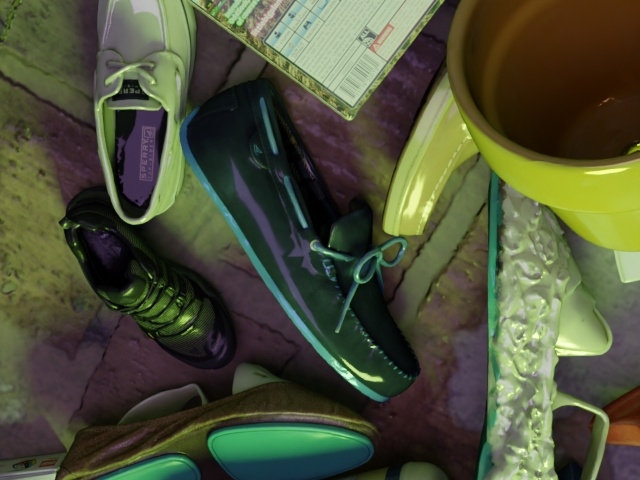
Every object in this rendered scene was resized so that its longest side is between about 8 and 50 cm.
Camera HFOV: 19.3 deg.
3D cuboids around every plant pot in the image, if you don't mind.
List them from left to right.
[{"bbox_3d":[0.257,-0.115,1.615,0.254,0.239,0.254,-8,62,15],"label":"plant pot"}]

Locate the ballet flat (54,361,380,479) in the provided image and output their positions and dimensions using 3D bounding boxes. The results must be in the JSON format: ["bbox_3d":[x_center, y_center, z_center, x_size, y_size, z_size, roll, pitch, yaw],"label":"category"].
[{"bbox_3d":[-0.107,0.192,1.888,0.342,0.124,0.116,-17,135,16],"label":"ballet flat"}]

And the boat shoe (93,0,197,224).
[{"bbox_3d":[-0.176,-0.146,1.802,0.096,0.088,0.267,7,109,5],"label":"boat shoe"}]

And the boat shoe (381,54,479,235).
[{"bbox_3d":[0.162,-0.141,1.744,0.110,0.121,0.341,26,108,-1],"label":"boat shoe"}]

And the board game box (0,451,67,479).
[{"bbox_3d":[-0.335,0.384,2.013,0.193,0.053,0.305,-7,107,9],"label":"board game box"}]

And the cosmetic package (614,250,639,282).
[{"bbox_3d":[0.382,-0.039,1.752,0.231,0.117,0.085,-13,105,10],"label":"cosmetic package"}]

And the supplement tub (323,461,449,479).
[{"bbox_3d":[-0.011,0.358,1.872,0.316,0.228,0.228,-14,106,11],"label":"supplement tub"}]

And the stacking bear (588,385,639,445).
[{"bbox_3d":[0.412,0.268,1.816,0.164,0.175,0.289,-30,99,-18],"label":"stacking bear"}]

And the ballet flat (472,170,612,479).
[{"bbox_3d":[0.209,0.135,1.792,0.147,0.147,0.409,4,92,6],"label":"ballet flat"}]

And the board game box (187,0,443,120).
[{"bbox_3d":[-0.013,-0.296,1.705,0.291,0.141,0.232,37,108,-5],"label":"board game box"}]

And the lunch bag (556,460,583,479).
[{"bbox_3d":[0.250,0.278,1.880,0.067,0.098,0.065,42,111,-13],"label":"lunch bag"}]

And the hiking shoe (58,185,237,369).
[{"bbox_3d":[-0.177,0.053,1.853,0.086,0.114,0.227,-42,98,18],"label":"hiking shoe"}]

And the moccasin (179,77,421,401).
[{"bbox_3d":[0.000,0.000,1.803,0.117,0.138,0.342,-34,102,14],"label":"moccasin"}]
